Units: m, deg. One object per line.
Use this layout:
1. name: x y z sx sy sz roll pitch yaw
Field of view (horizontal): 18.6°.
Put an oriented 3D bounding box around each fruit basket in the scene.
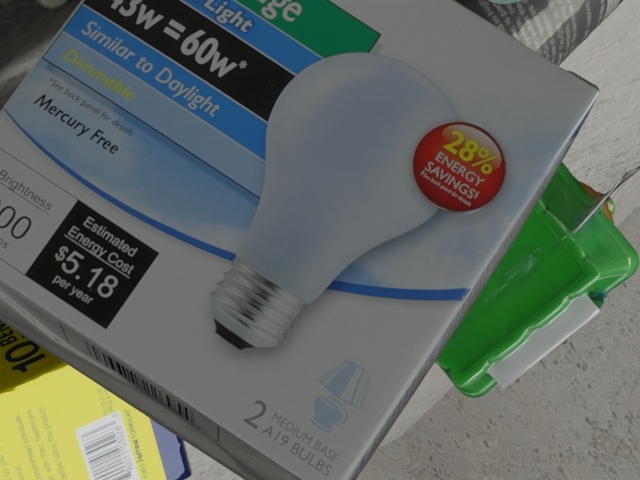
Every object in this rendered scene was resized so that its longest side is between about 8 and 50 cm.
1. fruit basket: 0.218 0.038 2.051 0.327 0.165 0.353 -40 170 14

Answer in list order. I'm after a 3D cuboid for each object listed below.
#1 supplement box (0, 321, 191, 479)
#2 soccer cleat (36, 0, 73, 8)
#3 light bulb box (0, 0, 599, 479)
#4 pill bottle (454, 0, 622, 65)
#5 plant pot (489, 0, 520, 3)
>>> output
1. supplement box: -0.324 0.160 1.716 0.356 0.194 0.195 -24 131 -16
2. soccer cleat: -0.194 -0.220 1.356 0.076 0.068 0.196 -2 162 -15
3. light bulb box: -0.043 -0.036 1.467 0.361 0.358 0.225 -57 176 -13
4. pill bottle: 0.113 -0.197 1.751 0.361 0.204 0.204 -45 170 -23
5. plant pot: 0.186 -0.359 1.554 0.293 0.196 0.293 -35 165 -10
